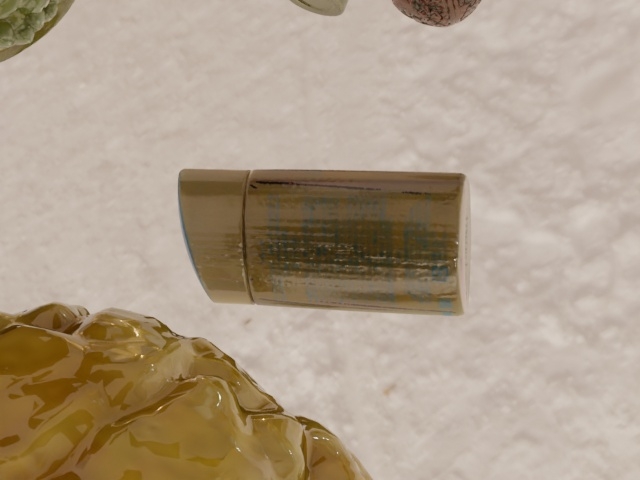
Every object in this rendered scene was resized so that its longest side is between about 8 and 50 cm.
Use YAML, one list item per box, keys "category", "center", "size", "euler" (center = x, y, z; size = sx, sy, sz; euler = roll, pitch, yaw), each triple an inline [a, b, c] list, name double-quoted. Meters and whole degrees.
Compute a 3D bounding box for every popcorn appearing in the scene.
- category: "popcorn"
  center: [-0.152, 0.209, 0.559]
  size: [0.390, 0.354, 0.344]
  euler: [-29, -4, 28]

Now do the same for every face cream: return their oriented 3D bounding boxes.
- category: "face cream"
  center: [0.000, 0.000, 0.969]
  size: [0.285, 0.139, 0.067]
  euler: [2, 15, 14]

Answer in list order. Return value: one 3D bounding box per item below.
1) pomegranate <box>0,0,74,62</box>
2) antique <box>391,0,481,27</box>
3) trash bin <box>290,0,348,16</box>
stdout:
- category: "pomegranate"
  center: [-0.266, -0.269, 0.757]
  size: [0.260, 0.261, 0.340]
  euler: [5, 27, 44]
- category: "antique"
  center: [0.106, -0.245, 0.918]
  size: [0.104, 0.104, 0.104]
  euler: [-23, 35, 17]
- category: "trash bin"
  center: [-0.006, -0.483, 1.428]
  size: [0.121, 0.243, 0.248]
  euler: [12, 77, 39]
